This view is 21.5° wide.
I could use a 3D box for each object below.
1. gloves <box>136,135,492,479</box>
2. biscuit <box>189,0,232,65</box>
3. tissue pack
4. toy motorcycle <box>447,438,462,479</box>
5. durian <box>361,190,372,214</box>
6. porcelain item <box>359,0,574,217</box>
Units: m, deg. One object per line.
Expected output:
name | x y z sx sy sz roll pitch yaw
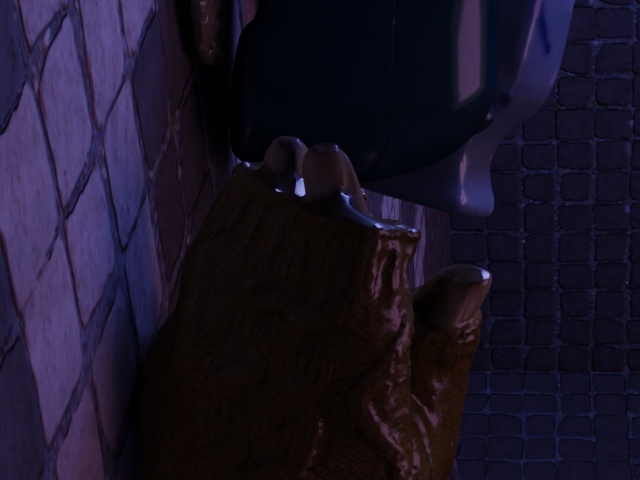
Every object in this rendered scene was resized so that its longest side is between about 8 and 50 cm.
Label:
gloves | -0.008 0.111 0.998 0.155 0.203 0.356 -90 -176 -71
biscuit | -0.076 -0.193 1.162 0.152 0.020 0.152 0 90 -86
tissue pack | 0.038 -0.191 1.239 0.198 0.206 0.287 120 -30 -78
toy motorcycle | 0.007 0.243 1.378 0.182 0.241 0.319 -27 -130 53
durian | 0.012 0.005 1.576 0.224 0.078 0.140 -83 169 -49
porcelain item | 0.138 -0.240 1.739 0.178 0.243 0.405 -12 118 -79
